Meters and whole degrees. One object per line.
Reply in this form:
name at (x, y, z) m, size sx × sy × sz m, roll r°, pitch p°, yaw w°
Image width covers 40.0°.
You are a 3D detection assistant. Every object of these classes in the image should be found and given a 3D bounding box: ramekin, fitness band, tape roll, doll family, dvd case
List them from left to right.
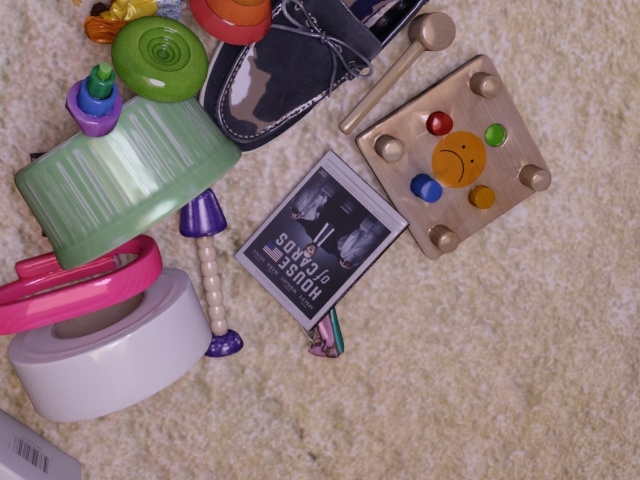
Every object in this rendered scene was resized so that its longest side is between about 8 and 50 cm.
fitness band at (-0.377, 0.065, 1.302) m, size 0.291 × 0.209 × 0.054 m, roll -18°, pitch 110°, yaw -8°
tape roll at (-0.310, 0.147, 1.305) m, size 0.286 × 0.286 × 0.100 m, roll -22°, pitch 110°, yaw -7°
ramekin at (-0.276, -0.103, 1.237) m, size 0.303 × 0.303 × 0.148 m, roll -33°, pitch 104°, yaw -3°
doll family at (-0.265, -0.352, 1.195) m, size 0.163 × 0.118 × 0.263 m, roll -24°, pitch 152°, yaw -13°
dvd case at (0.000, 0.000, 1.416) m, size 0.179 × 0.029 × 0.238 m, roll 44°, pitch 97°, yaw 13°

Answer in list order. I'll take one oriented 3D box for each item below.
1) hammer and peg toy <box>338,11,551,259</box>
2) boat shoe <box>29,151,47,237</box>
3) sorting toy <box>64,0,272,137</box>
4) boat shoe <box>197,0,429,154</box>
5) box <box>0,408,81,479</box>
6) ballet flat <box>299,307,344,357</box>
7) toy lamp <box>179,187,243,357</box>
hammer and peg toy at (0.187, -0.171, 1.420) m, size 0.266 × 0.127 × 0.361 m, roll -35°, pitch 111°, yaw 0°
boat shoe at (-0.422, -0.069, 1.339) m, size 0.042 × 0.049 × 0.133 m, roll -3°, pitch 99°, yaw -17°
sorting toy at (-0.173, -0.271, 1.111) m, size 0.127 × 0.126 × 0.365 m, roll 44°, pitch 57°, yaw -1°
boat shoe at (0.009, -0.323, 1.318) m, size 0.500 × 0.156 × 0.187 m, roll -43°, pitch 113°, yaw 2°
box at (-0.575, 0.458, 1.388) m, size 0.345 × 0.168 × 0.215 m, roll -46°, pitch 111°, yaw 1°
ballet flat at (-0.008, 0.098, 1.483) m, size 0.079 × 0.077 × 0.221 m, roll -4°, pitch 108°, yaw 7°
toy lamp at (-0.176, 0.050, 1.420) m, size 0.080 × 0.080 × 0.274 m, roll -12°, pitch 110°, yaw -10°
